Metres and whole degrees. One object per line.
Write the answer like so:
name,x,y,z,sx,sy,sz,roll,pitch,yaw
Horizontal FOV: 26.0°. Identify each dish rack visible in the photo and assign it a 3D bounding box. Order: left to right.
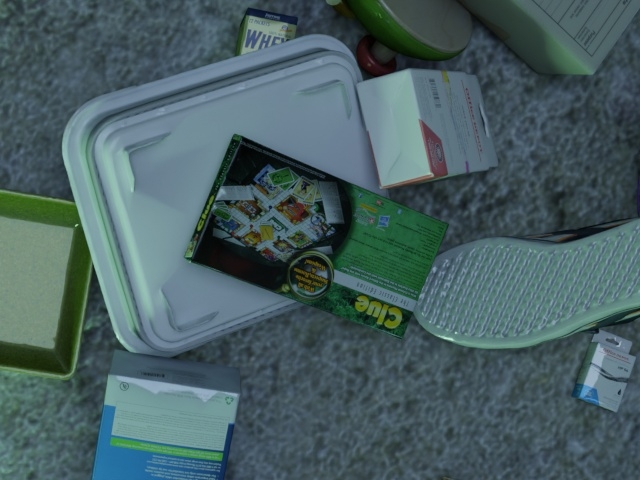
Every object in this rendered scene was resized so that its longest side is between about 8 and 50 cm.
dish rack,-0.074,-0.042,1.425,0.333,0.072,0.285,-20,108,-21

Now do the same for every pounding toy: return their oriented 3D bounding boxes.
pounding toy,0.046,-0.258,1.495,0.237,0.110,0.183,18,48,-40

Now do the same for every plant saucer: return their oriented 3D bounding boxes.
plant saucer,-0.336,0.041,1.464,0.188,0.045,0.188,10,85,-6

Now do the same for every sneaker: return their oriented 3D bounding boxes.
sneaker,0.264,0.048,1.513,0.321,0.127,0.126,-10,83,17

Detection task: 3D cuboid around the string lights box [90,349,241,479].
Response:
string lights box,-0.169,0.253,1.418,0.133,0.077,0.259,10,105,-7

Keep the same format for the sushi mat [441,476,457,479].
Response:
sushi mat,0.263,0.374,1.535,0.317,0.019,0.151,16,86,-6

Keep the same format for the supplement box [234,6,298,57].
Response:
supplement box,-0.063,-0.198,1.495,0.056,0.083,0.083,10,85,-8

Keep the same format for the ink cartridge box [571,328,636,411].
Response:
ink cartridge box,0.320,0.145,1.552,0.048,0.028,0.083,21,84,-6

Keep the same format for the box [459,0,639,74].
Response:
box,0.197,-0.324,1.474,0.311,0.121,0.148,40,81,-22

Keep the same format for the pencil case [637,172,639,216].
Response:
pencil case,0.461,-0.053,1.559,0.206,0.086,0.088,1,115,-6

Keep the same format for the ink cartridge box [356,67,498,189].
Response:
ink cartridge box,0.120,-0.121,1.491,0.067,0.198,0.115,-13,88,28

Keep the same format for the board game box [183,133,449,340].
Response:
board game box,0.000,0.000,1.413,0.260,0.030,0.136,22,89,-27
